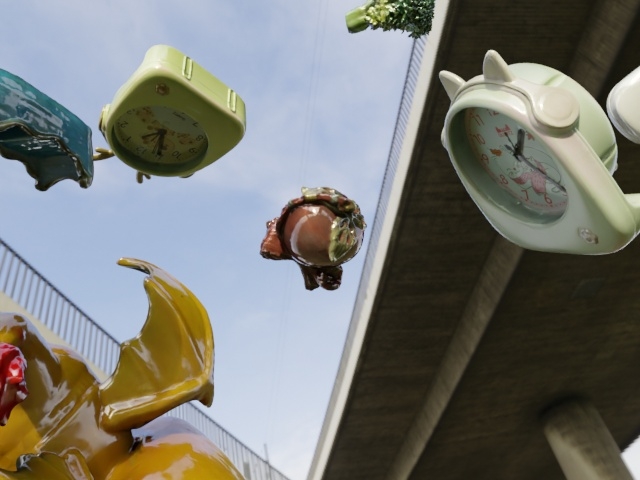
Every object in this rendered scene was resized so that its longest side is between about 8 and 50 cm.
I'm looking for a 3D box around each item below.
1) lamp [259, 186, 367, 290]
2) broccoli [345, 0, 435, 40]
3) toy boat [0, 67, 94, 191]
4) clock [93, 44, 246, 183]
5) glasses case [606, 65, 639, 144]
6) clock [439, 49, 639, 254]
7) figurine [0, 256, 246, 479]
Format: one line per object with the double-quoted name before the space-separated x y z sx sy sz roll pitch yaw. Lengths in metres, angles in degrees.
"lamp" 0.006 -0.010 1.126 0.215 0.151 0.223 39 -30 -23
"broccoli" 0.136 -0.475 1.210 0.194 0.219 0.194 7 -52 9
"toy boat" -0.245 -0.077 0.421 0.075 0.077 0.185 -1 -16 21
"clock" -0.318 -0.224 1.175 0.308 0.096 0.235 -30 -42 29
"glasses case" 0.377 -0.172 0.588 0.197 0.076 0.049 -38 -8 -1
"clock" 0.302 -0.129 0.851 0.109 0.265 0.324 -40 -75 -13
"figurine" -0.199 0.229 0.510 0.268 0.401 0.387 -43 -82 10
